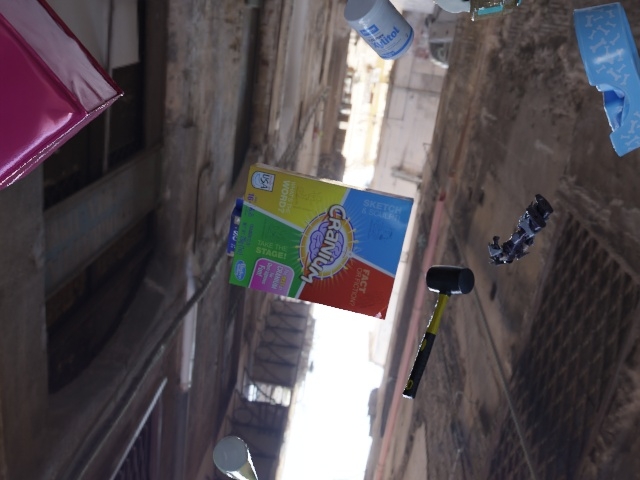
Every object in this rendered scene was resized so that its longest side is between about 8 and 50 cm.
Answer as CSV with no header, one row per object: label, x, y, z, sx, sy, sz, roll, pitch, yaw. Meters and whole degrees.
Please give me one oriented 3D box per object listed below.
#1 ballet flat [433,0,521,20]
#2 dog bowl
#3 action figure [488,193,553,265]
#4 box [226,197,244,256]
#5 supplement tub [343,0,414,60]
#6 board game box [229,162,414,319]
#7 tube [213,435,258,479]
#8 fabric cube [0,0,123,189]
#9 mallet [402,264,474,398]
ballet flat,0.275,-0.532,1.273,0.124,0.116,0.342,-25,-135,0
dog bowl,0.536,-0.290,1.112,0.074,0.297,0.165,-14,-142,32
action figure,0.633,-0.013,1.975,0.185,0.285,0.099,-28,-114,-31
box,-0.176,-0.015,1.656,0.137,0.225,0.036,17,-129,0
supplement tub,0.095,-0.344,0.987,0.107,0.071,0.071,30,180,-44
board game box,0.000,0.000,1.206,0.317,0.242,0.064,13,-167,5
tube,-0.164,0.421,1.175,0.062,0.240,0.070,-20,-115,-14
fabric cube,-0.554,-0.264,1.095,0.258,0.254,0.259,-34,-162,9
mallet,0.155,0.117,0.816,0.062,0.189,0.039,-8,145,46
